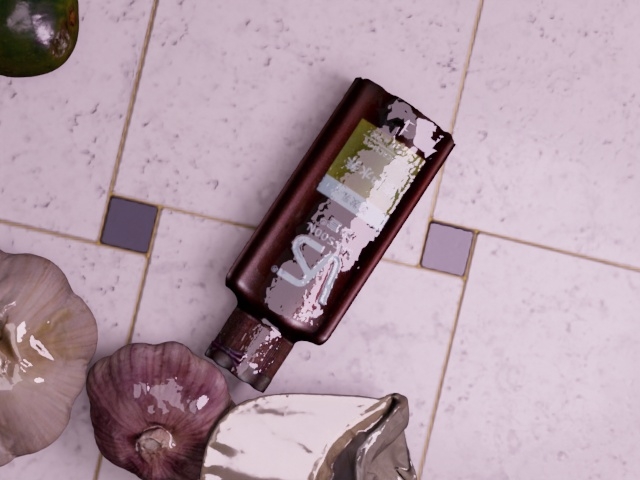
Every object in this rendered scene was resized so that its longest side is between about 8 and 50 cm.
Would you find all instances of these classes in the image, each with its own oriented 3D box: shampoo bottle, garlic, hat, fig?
[{"bbox_3d":[0.000,0.000,1.818,0.129,0.084,0.323,35,86,-7],"label":"shampoo bottle"},{"bbox_3d":[-0.326,0.109,1.728,0.228,0.152,0.228,-2,96,-16],"label":"garlic"},{"bbox_3d":[0.000,0.261,1.793,0.245,0.149,0.214,5,65,-4],"label":"hat"},{"bbox_3d":[-0.324,-0.215,1.747,0.177,0.117,0.117,1,92,0],"label":"fig"},{"bbox_3d":[-0.156,0.174,1.779,0.147,0.102,0.159,-36,108,12],"label":"garlic"}]
